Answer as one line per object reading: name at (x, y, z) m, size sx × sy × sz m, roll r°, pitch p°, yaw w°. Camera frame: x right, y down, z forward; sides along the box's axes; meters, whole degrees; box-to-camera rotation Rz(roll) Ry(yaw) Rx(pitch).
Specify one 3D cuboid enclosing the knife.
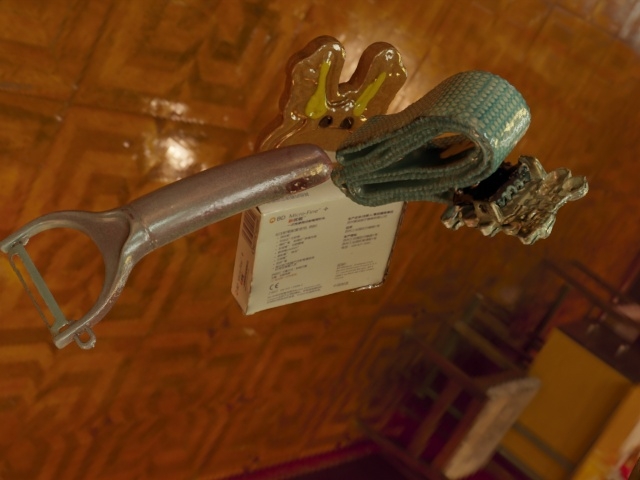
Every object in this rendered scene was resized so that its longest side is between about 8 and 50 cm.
knife at (-0.102, -0.016, 0.886) m, size 0.278 × 0.123 × 0.053 m, roll -26°, pitch 154°, yaw -21°

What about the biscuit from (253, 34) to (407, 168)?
biscuit at (0.003, -0.139, 1.515) m, size 0.186 × 0.044 × 0.295 m, roll 1°, pitch 129°, yaw -27°

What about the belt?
belt at (0.076, -0.047, 0.718) m, size 0.065 × 0.100 × 0.179 m, roll -45°, pitch -164°, yaw -22°

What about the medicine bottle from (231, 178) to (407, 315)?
medicine bottle at (0.000, 0.000, 1.344) m, size 0.201 × 0.052 × 0.171 m, roll -13°, pitch 136°, yaw -24°

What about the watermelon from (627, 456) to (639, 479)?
watermelon at (0.337, 0.234, 0.898) m, size 0.188 × 0.188 × 0.215 m, roll -64°, pitch 177°, yaw 20°
